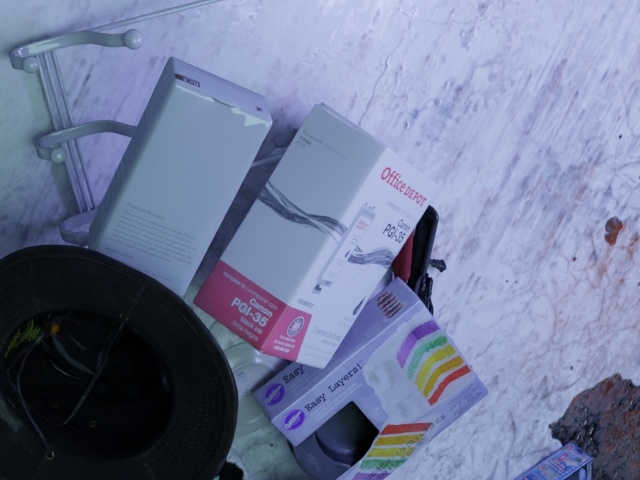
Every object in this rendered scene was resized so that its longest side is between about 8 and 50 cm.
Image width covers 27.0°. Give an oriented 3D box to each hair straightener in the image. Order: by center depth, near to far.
[{"bbox_3d":[0.141,0.056,1.822,0.089,0.047,0.230,-12,117,-26],"label":"hair straightener"}]

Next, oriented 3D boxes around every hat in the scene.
[{"bbox_3d":[-0.239,0.144,1.457,0.331,0.134,0.331,2,105,9],"label":"hat"}]

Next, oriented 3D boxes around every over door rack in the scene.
[{"bbox_3d":[-0.162,-0.150,1.505,0.324,0.108,0.240,-23,122,-22],"label":"over door rack"}]

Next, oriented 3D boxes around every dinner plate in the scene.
[{"bbox_3d":[-0.099,0.200,1.761,0.141,0.017,0.141,-12,116,-27],"label":"dinner plate"}]

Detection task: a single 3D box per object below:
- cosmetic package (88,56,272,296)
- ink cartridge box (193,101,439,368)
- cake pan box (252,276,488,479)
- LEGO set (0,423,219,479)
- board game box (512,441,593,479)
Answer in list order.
[{"bbox_3d":[-0.154,-0.066,1.427,0.117,0.085,0.231,22,111,-20],"label":"cosmetic package"},{"bbox_3d":[0.000,0.000,1.621,0.283,0.117,0.207,-58,155,3],"label":"ink cartridge box"},{"bbox_3d":[0.069,0.210,1.808,0.267,0.070,0.246,-38,130,-2],"label":"cake pan box"},{"bbox_3d":[-0.263,0.313,1.598,0.331,0.192,0.255,-17,119,-24],"label":"LEGO set"},{"bbox_3d":[0.337,0.442,2.111,0.194,0.060,0.194,-17,119,-23],"label":"board game box"}]
